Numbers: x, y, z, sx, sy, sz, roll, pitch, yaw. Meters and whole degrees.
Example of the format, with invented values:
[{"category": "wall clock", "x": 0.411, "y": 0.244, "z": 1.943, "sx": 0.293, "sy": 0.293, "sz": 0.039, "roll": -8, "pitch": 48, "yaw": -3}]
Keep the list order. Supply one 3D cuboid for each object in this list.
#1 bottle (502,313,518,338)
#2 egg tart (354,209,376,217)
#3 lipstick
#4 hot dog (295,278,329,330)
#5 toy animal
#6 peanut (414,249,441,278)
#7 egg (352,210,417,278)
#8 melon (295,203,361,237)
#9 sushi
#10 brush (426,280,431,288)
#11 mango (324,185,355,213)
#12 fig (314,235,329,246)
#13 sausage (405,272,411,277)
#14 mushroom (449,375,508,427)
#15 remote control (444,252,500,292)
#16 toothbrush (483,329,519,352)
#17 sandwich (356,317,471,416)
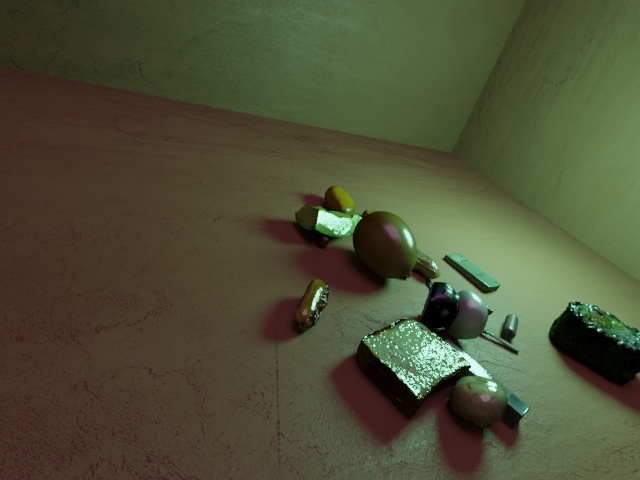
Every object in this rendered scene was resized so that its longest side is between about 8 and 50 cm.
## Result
[{"category": "bottle", "x": 0.787, "y": 0.355, "z": 1.724, "sx": 0.053, "sy": 0.053, "sz": 0.140, "roll": 31, "pitch": 31, "yaw": 18}, {"category": "egg tart", "x": 0.304, "y": -0.082, "z": 2.107, "sx": 0.290, "sy": 0.107, "sz": 0.291, "roll": 15, "pitch": 29, "yaw": -8}, {"category": "lipstick", "x": 0.516, "y": 0.459, "z": 1.363, "sx": 0.068, "sy": 0.066, "sz": 0.317, "roll": -13, "pitch": 43, "yaw": -43}, {"category": "hot dog", "x": -0.018, "y": 0.210, "z": 1.415, "sx": 0.076, "sy": 0.102, "sz": 0.249, "roll": -10, "pitch": 21, "yaw": 21}, {"category": "toy animal", "x": 0.503, "y": 0.267, "z": 1.555, "sx": 0.235, "sy": 0.187, "sz": 0.165, "roll": 19, "pitch": 4, "yaw": 6}, {"category": "peanut", "x": 0.467, "y": 0.107, "z": 1.910, "sx": 0.093, "sy": 0.083, "sz": 0.194, "roll": 6, "pitch": 28, "yaw": -50}, {"category": "egg", "x": 0.276, "y": 0.019, "z": 1.769, "sx": 0.250, "sy": 0.250, "sz": 0.322, "roll": -3, "pitch": 42, "yaw": -35}, {"category": "melon", "x": 0.056, "y": -0.083, "z": 1.936, "sx": 0.323, "sy": 0.124, "sz": 0.196, "roll": 8, "pitch": 22, "yaw": -37}, {"category": "sushi", "x": 1.177, "y": 0.408, "z": 1.755, "sx": 0.352, "sy": 0.178, "sz": 0.294, "roll": 32, "pitch": 29, "yaw": 18}, {"category": "brush", "x": 0.482, "y": 0.205, "z": 1.831, "sx": 0.024, "sy": 0.008, "sz": 0.083, "roll": 16, "pitch": 30, "yaw": -12}, {"category": "mango", "x": 0.100, "y": -0.191, "z": 2.168, "sx": 0.157, "sy": 0.109, "sz": 0.262, "roll": 19, "pitch": 32, "yaw": -23}, {"category": "fig", "x": 0.000, "y": 0.000, "z": 1.845, "sx": 0.050, "sy": 0.050, "sz": 0.083, "roll": -10, "pitch": 23, "yaw": -42}, {"category": "sausage", "x": 0.379, "y": 0.123, "z": 1.873, "sx": 0.039, "sy": 0.041, "sz": 0.131, "roll": 34, "pitch": 24, "yaw": -21}, {"category": "mushroom", "x": 0.471, "y": 0.481, "z": 1.245, "sx": 0.166, "sy": 0.127, "sz": 0.166, "roll": 2, "pitch": 12, "yaw": 0}, {"category": "remote control", "x": 0.746, "y": 0.153, "z": 2.065, "sx": 0.123, "sy": 0.038, "sz": 0.285, "roll": -5, "pitch": 36, "yaw": -40}, {"category": "toothbrush", "x": 0.644, "y": 0.363, "z": 1.654, "sx": 0.304, "sy": 0.030, "sz": 0.030, "roll": 30, "pitch": 30, "yaw": 11}, {"category": "sandwich", "x": 0.282, "y": 0.380, "z": 1.320, "sx": 0.301, "sy": 0.099, "sz": 0.271, "roll": -13, "pitch": 38, "yaw": -40}]
